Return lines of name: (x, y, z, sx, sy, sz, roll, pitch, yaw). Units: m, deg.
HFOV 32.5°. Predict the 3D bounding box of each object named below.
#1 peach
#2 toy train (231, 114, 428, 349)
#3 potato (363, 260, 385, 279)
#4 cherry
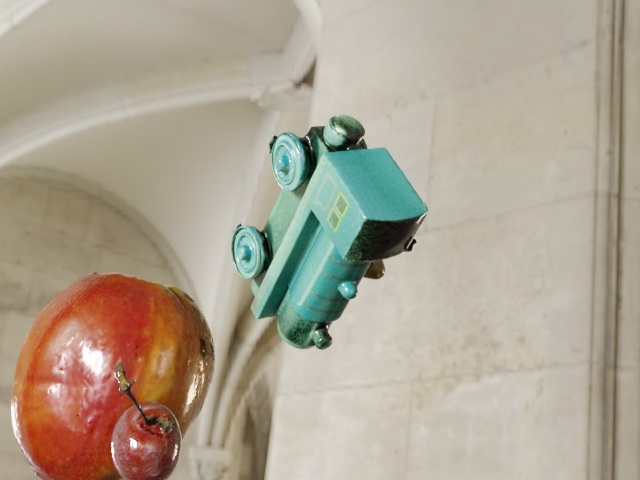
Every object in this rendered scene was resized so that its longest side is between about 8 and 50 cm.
peach: (-0.335, 0.232, 1.752, 0.372, 0.373, 0.290, -1, -13, 21)
toy train: (0.000, 0.000, 1.318, 0.120, 0.194, 0.298, -9, -38, -34)
potato: (0.050, 0.020, 1.427, 0.092, 0.046, 0.045, 27, -37, 33)
cherry: (-0.221, 0.225, 1.365, 0.090, 0.107, 0.226, 1, -51, 2)
